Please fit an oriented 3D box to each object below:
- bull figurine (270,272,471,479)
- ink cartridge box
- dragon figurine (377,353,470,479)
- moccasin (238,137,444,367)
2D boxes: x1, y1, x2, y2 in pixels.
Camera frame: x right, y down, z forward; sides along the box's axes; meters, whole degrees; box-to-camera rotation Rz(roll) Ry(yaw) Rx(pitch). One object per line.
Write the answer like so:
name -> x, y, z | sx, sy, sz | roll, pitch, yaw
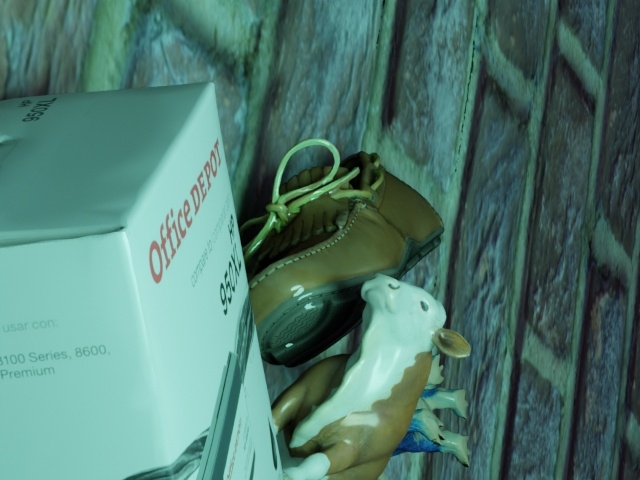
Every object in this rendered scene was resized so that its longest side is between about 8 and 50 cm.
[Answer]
bull figurine -> -0.007, 0.155, 1.519 | 0.188, 0.101, 0.310 | -28, 156, -38
ink cartridge box -> -0.133, 0.129, 1.243 | 0.285, 0.166, 0.394 | -73, 155, -67
dragon figurine -> 0.045, 0.156, 1.749 | 0.289, 0.144, 0.085 | 43, 41, -63
moccasin -> 0.002, -0.002, 1.656 | 0.147, 0.139, 0.380 | 50, 27, 0
